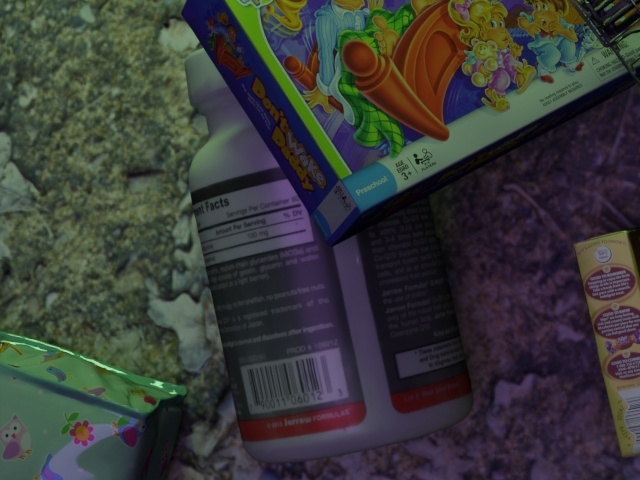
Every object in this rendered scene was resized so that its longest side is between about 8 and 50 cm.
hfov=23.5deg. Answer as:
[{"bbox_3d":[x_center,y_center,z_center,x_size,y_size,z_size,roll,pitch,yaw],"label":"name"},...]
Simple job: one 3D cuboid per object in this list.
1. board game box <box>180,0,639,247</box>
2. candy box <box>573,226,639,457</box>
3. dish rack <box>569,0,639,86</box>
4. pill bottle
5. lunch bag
[{"bbox_3d":[0.094,-0.175,1.276,0.347,0.078,0.233,-28,80,-26],"label":"board game box"},{"bbox_3d":[0.270,0.084,1.323,0.053,0.109,0.186,-15,88,20],"label":"candy box"},{"bbox_3d":[0.337,-0.166,1.237,0.208,0.074,0.271,-38,96,6],"label":"dish rack"},{"bbox_3d":[0.000,0.000,1.361,0.210,0.210,0.362,-12,88,19],"label":"pill bottle"},{"bbox_3d":[-0.289,0.215,1.499,0.262,0.160,0.223,16,98,12],"label":"lunch bag"}]
